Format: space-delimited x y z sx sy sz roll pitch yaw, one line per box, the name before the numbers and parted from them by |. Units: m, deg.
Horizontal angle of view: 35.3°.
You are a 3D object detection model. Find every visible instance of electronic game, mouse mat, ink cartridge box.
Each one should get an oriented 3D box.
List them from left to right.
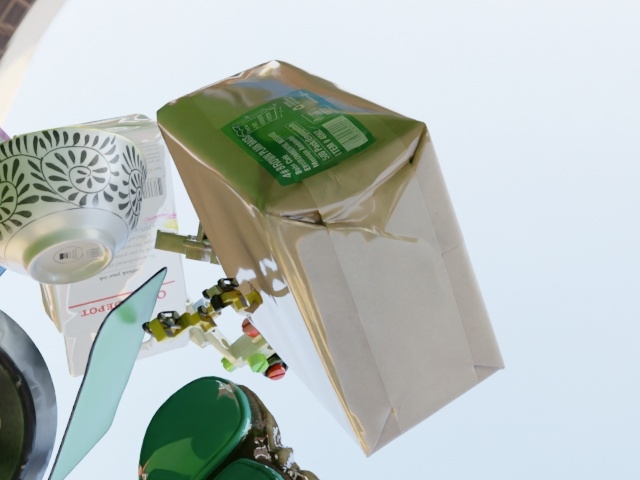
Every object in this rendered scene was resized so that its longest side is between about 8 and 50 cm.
electronic game | -0.313 0.144 0.756 0.229 0.229 0.048 -61 -151 -6
ink cartridge box | -0.323 0.005 1.509 0.119 0.207 0.354 29 -52 57
mouse mat | -0.191 0.123 0.903 0.152 0.007 0.190 -52 165 -71

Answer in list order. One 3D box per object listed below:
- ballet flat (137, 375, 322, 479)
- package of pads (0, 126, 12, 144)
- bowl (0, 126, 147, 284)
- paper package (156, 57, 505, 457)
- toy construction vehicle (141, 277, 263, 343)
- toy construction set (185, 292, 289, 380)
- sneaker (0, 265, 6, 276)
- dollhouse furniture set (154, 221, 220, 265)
ballet flat | -0.040 0.182 0.666 0.116 0.124 0.342 -44 -166 -12
package of pads | -0.306 -0.073 0.959 0.032 0.050 0.083 -43 -177 -27
bowl | -0.221 -0.013 0.860 0.170 0.170 0.080 -34 -119 24
paper package | 0.000 0.000 1.013 0.168 0.310 0.325 -30 -149 -12
toy construction vehicle | -0.107 0.072 0.951 0.086 0.098 0.035 -34 -105 17
toy construction set | -0.092 0.110 1.580 0.327 0.215 0.151 -27 -127 27
sneaker | -0.324 -0.004 1.166 0.069 0.209 0.082 -18 -85 33
dollhouse furniture set | -0.155 -0.026 1.338 0.181 0.161 0.101 10 -90 21
